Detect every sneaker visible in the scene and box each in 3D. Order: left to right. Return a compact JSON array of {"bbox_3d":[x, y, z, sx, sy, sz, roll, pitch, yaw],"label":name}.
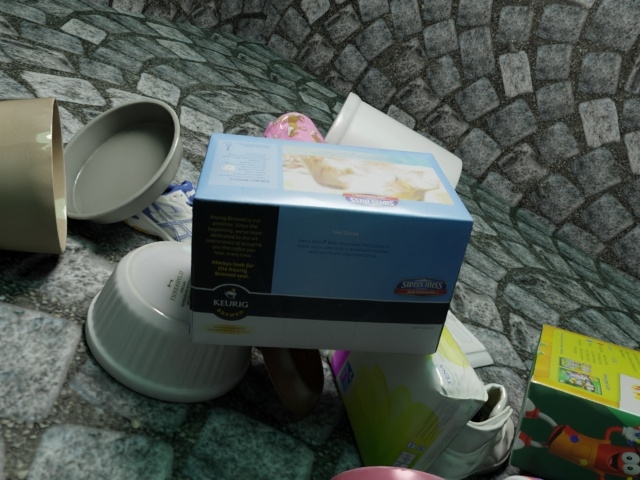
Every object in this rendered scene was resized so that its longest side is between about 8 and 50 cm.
[{"bbox_3d":[-0.274,-0.048,1.133,0.297,0.130,0.112,28,23,-4],"label":"sneaker"},{"bbox_3d":[0.294,0.319,0.965,0.293,0.169,0.108,-2,37,-49],"label":"sneaker"}]

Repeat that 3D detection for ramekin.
[{"bbox_3d":[-0.220,0.114,0.883,0.273,0.127,0.272,23,26,-12],"label":"ramekin"}]

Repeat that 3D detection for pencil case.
[{"bbox_3d":[-0.005,-0.145,1.368,0.386,0.160,0.167,57,-4,29],"label":"pencil case"}]

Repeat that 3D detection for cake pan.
[{"bbox_3d":[-0.393,-0.152,1.085,0.293,0.293,0.054,49,-4,37],"label":"cake pan"}]

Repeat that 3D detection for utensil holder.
[{"bbox_3d":[0.176,-0.202,1.655,0.386,0.327,0.327,29,25,-5],"label":"utensil holder"}]

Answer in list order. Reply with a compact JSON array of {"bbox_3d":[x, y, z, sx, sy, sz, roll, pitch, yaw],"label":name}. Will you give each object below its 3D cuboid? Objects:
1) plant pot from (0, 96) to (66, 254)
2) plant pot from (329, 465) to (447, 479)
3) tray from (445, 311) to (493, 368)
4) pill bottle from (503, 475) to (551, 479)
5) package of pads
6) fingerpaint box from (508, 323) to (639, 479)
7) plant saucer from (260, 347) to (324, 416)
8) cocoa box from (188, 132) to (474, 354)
[{"bbox_3d":[-0.554,-0.099,0.860,0.274,0.256,0.256,-2,36,-20],"label":"plant pot"},{"bbox_3d":[0.085,0.387,0.622,0.202,0.201,0.180,25,40,-7],"label":"plant pot"},{"bbox_3d":[0.297,0.202,1.349,0.145,0.030,0.270,4,34,-43],"label":"tray"},{"bbox_3d":[0.384,0.443,0.891,0.194,0.108,0.108,16,28,-24],"label":"pill bottle"},{"bbox_3d":[0.128,0.217,0.918,0.101,0.229,0.296,15,29,-26],"label":"package of pads"},{"bbox_3d":[0.569,0.325,1.014,0.372,0.163,0.445,15,10,22],"label":"fingerpaint box"},{"bbox_3d":[-0.040,0.184,0.903,0.198,0.036,0.198,-22,90,-78],"label":"plant saucer"},{"bbox_3d":[0.000,0.000,0.794,0.348,0.227,0.231,4,30,-7],"label":"cocoa box"}]
